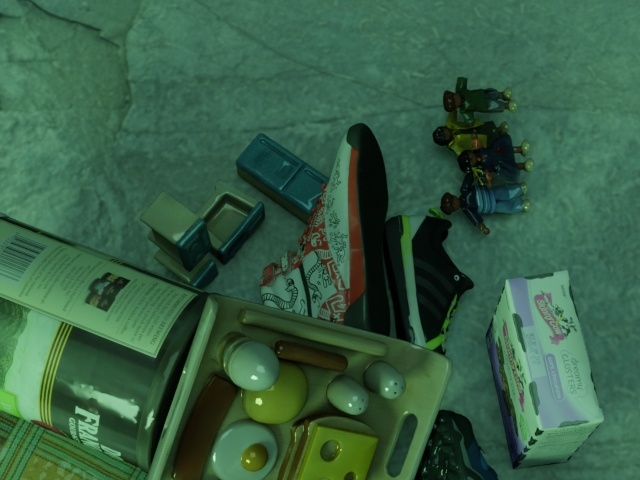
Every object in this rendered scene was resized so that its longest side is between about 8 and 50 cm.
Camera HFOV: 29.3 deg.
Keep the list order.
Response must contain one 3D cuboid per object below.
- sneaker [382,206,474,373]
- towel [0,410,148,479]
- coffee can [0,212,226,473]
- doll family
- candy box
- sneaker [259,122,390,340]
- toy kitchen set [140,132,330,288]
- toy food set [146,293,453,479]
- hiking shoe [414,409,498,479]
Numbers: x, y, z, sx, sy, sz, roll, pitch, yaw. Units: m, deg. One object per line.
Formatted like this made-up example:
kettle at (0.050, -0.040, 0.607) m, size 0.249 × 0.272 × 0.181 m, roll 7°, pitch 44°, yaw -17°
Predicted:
sneaker at (0.134, 0.067, 1.421) m, size 0.097 × 0.084 × 0.235 m, roll -7°, pitch 69°, yaw -4°
towel at (-0.237, 0.282, 1.366) m, size 0.370 × 0.040 × 0.271 m, roll 24°, pitch 70°, yaw 12°
coffee can at (-0.259, 0.107, 1.311) m, size 0.275 × 0.201 × 0.202 m, roll 20°, pitch 70°, yaw 11°
doll family at (0.190, -0.104, 1.491) m, size 0.111 × 0.076 × 0.193 m, roll -3°, pitch 62°, yaw -21°
candy box at (0.237, 0.144, 1.328) m, size 0.070 × 0.196 × 0.165 m, roll -8°, pitch 68°, yaw -3°
sneaker at (-0.001, 0.000, 1.416) m, size 0.145 × 0.090 × 0.270 m, roll -9°, pitch 74°, yaw 26°
toy kitchen set at (-0.089, -0.040, 1.421) m, size 0.122 × 0.166 × 0.207 m, roll 35°, pitch 73°, yaw 14°
toy food set at (-0.019, 0.194, 1.263) m, size 0.306 × 0.092 × 0.220 m, roll 17°, pitch 94°, yaw -30°
hiking shoe at (0.187, 0.327, 1.323) m, size 0.132 × 0.113 × 0.304 m, roll 3°, pitch 58°, yaw -31°
